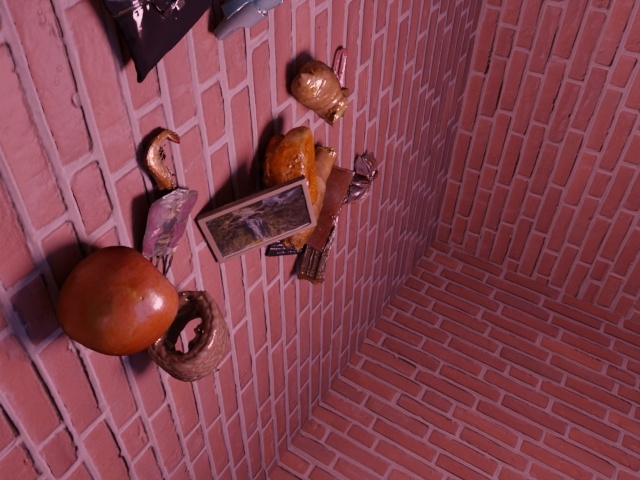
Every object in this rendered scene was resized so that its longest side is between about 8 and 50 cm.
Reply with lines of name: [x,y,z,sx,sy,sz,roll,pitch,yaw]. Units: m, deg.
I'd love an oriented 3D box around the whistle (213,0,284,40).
whistle: [-0.136,-0.552,1.399,0.274,0.093,0.186,-35,-166,20]

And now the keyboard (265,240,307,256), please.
keyboard: [-0.110,0.012,2.252,0.309,0.018,0.101,-1,113,-66]

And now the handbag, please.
handbag: [-0.313,-0.466,1.206,0.254,0.088,0.211,-58,163,-22]

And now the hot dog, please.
hot dog: [-0.099,-0.212,1.864,0.150,0.153,0.257,-51,140,-61]

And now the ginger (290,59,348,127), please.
ginger: [0.000,-0.454,1.875,0.138,0.152,0.267,-43,143,12]

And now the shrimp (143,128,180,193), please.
shrimp: [-0.361,-0.189,1.457,0.124,0.034,0.178,-65,157,-23]

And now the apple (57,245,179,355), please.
apple: [-0.442,0.140,1.347,0.253,0.253,0.254,-49,153,-37]

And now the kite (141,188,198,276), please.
kite: [-0.406,0.029,1.559,0.204,0.022,0.361,-26,140,-65]

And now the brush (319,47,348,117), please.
brush: [0.059,-0.522,2.062,0.103,0.047,0.234,-32,140,-55]

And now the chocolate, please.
chocolate: [0.017,-0.116,2.230,0.112,0.111,0.321,-91,-158,-86]

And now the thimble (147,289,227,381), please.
thimble: [-0.362,0.264,1.703,0.148,0.195,0.229,79,11,-60]

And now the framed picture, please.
framed picture: [-0.174,-0.055,1.783,0.324,0.020,0.240,-22,147,-7]

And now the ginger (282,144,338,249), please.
ginger: [-0.030,-0.137,2.101,0.375,0.166,0.236,-52,149,-32]

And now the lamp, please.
lamp: [0.000,0.000,2.351,0.090,0.089,0.326,4,102,-69]

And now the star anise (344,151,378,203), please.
star anise: [0.168,-0.251,2.544,0.236,0.093,0.229,-67,164,13]
